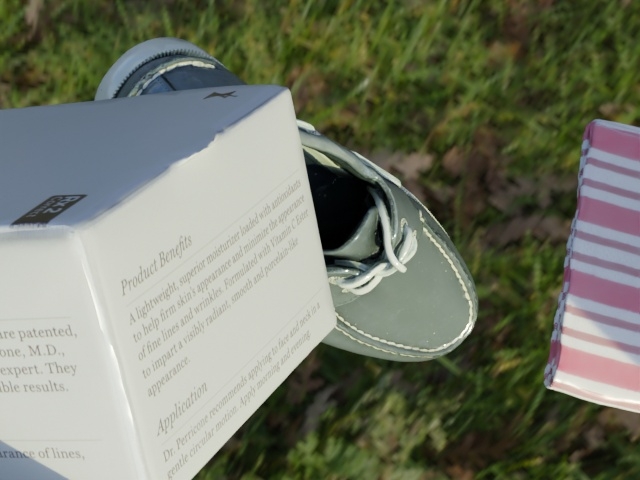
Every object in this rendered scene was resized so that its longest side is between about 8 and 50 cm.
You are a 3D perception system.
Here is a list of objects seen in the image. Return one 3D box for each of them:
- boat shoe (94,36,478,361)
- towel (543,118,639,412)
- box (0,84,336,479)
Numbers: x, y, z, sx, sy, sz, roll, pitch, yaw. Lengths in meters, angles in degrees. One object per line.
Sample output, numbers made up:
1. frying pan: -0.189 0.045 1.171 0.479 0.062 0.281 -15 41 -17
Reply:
1. boat shoe: 0.000 0.000 1.009 0.116 0.319 0.099 -51 39 1
2. towel: 0.232 0.024 1.162 0.144 0.029 0.197 15 74 -11
3. box: -0.115 0.020 0.707 0.182 0.119 0.181 -3 20 25
